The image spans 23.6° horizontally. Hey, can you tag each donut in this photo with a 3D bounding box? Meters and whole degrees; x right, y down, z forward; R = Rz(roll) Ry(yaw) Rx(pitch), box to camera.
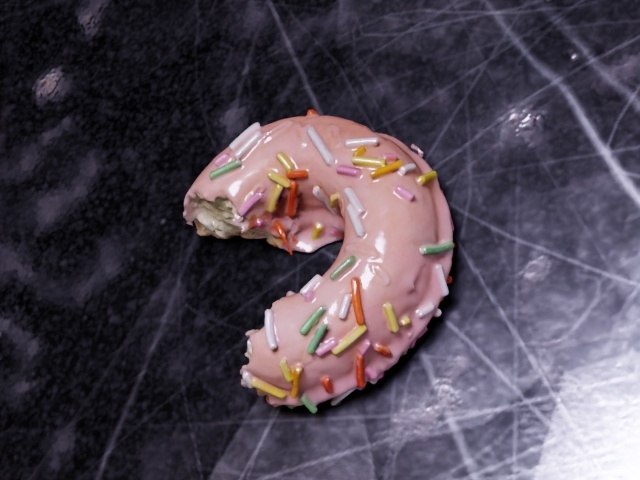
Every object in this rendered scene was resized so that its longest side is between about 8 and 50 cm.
[{"bbox_3d":[0.000,0.000,1.147,0.199,0.085,0.233,-30,58,10],"label":"donut"}]
